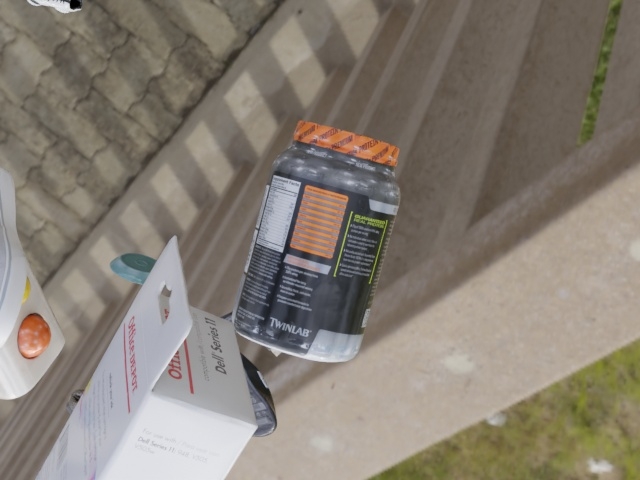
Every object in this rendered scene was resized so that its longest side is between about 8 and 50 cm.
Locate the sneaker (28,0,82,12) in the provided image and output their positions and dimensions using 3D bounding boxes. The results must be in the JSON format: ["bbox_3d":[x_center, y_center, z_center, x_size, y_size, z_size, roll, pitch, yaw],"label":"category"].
[{"bbox_3d":[-0.440,-0.404,1.637,0.043,0.109,0.040,9,95,33],"label":"sneaker"}]

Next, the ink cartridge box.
[{"bbox_3d":[-0.174,0.195,1.018,0.119,0.207,0.353,24,109,-22],"label":"ink cartridge box"}]

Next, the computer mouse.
[{"bbox_3d":[-0.127,0.233,1.812,0.184,0.060,0.262,-25,107,28],"label":"computer mouse"}]

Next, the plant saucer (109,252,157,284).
[{"bbox_3d":[-0.356,0.053,1.961,0.119,0.119,0.021,21,108,4],"label":"plant saucer"}]

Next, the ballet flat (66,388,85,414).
[{"bbox_3d":[-0.394,0.378,1.963,0.250,0.084,0.058,39,109,3],"label":"ballet flat"}]

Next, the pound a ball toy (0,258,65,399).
[{"bbox_3d":[-0.422,0.098,1.189,0.135,0.208,0.319,3,130,22],"label":"pound a ball toy"}]

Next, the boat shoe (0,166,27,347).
[{"bbox_3d":[-0.264,0.002,0.747,0.063,0.184,0.066,18,131,-36],"label":"boat shoe"}]

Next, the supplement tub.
[{"bbox_3d":[0.000,0.000,1.518,0.207,0.207,0.338,16,94,9],"label":"supplement tub"}]
